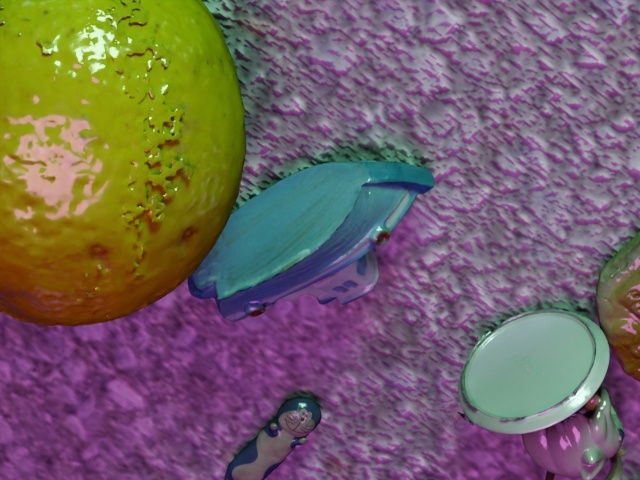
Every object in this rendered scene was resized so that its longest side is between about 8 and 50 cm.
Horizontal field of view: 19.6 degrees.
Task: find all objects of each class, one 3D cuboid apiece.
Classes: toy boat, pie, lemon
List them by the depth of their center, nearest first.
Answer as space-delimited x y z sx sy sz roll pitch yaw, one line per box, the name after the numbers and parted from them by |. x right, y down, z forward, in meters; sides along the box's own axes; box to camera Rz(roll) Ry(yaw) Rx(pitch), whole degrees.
-0.182 -0.072 1.373 0.257 0.258 0.310 5 118 8 | lemon
0.318 0.048 1.466 0.195 0.046 0.195 5 119 9 | pie
0.000 0.000 1.489 0.215 0.088 0.102 -32 143 24 | toy boat

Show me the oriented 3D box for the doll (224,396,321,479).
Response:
-0.043 0.180 1.617 0.037 0.027 0.125 31 120 -16 | doll

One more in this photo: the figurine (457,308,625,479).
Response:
0.194 0.150 1.517 0.132 0.132 0.154 -17 129 19 | figurine
